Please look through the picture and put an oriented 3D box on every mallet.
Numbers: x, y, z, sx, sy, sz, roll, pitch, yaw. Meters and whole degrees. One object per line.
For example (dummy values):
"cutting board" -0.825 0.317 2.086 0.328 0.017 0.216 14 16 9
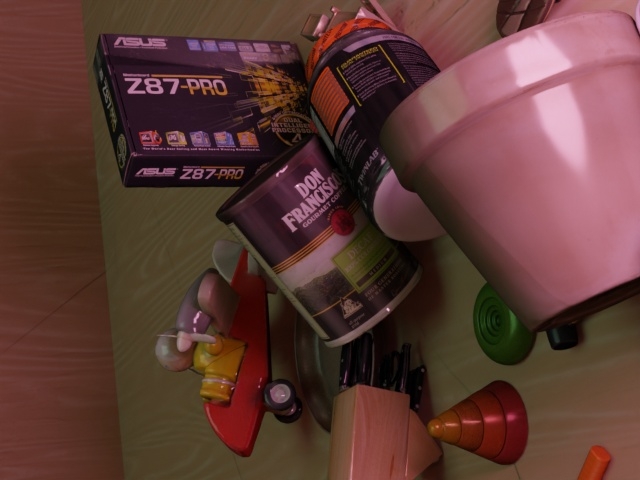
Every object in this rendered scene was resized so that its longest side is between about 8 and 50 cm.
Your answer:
"mallet" 0.342 0.069 1.438 0.190 0.039 0.062 -52 43 45

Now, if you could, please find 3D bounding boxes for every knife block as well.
"knife block" 0.061 0.279 1.790 0.242 0.275 0.088 54 148 3

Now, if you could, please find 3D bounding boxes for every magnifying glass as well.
"magnifying glass" 0.325 0.362 1.488 0.092 0.026 0.231 -126 41 -50

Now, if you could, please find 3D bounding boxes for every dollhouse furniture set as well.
"dollhouse furniture set" 0.077 -0.391 1.943 0.161 0.101 0.182 -63 28 -1

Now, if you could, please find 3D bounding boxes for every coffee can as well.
"coffee can" 0.000 0.000 1.798 0.275 0.201 0.201 50 154 -10

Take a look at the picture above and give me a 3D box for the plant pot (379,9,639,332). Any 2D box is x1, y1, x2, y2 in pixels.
"plant pot" 0.265 -0.058 1.311 0.323 0.323 0.280 -44 64 56

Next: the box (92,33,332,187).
"box" -0.195 -0.238 2.119 0.097 0.394 0.318 114 146 -43

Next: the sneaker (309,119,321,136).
"sneaker" 0.043 -0.209 1.978 0.225 0.088 0.093 42 126 56

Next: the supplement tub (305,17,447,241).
"supplement tub" 0.107 -0.175 1.713 0.338 0.207 0.207 64 144 42

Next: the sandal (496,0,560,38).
"sandal" 0.301 -0.356 1.493 0.090 0.060 0.219 36 108 52

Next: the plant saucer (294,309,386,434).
"plant saucer" 0.038 0.190 2.038 0.310 0.050 0.311 180 90 -64

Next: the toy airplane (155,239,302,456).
"toy airplane" -0.188 0.176 2.231 0.384 0.272 0.386 -90 -7 -65

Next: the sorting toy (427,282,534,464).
"sorting toy" 0.211 0.137 1.599 0.127 0.126 0.366 17 106 63

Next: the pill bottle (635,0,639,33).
"pill bottle" 0.416 -0.260 1.216 0.160 0.087 0.087 -32 62 60
